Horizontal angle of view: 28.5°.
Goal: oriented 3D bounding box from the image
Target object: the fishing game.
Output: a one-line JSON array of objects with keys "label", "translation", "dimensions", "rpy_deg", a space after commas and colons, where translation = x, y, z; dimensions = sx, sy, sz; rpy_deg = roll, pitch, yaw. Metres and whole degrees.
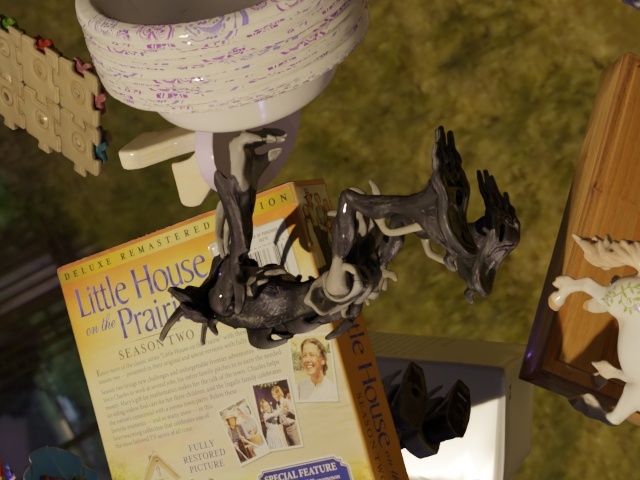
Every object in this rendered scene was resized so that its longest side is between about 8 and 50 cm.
[{"label": "fishing game", "translation": [-0.292, 0.331, 1.523], "dimensions": [0.264, 0.041, 0.189], "rpy_deg": [37, -151, -55]}]

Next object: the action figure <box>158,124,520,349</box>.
[{"label": "action figure", "translation": [0.000, 0.000, 0.911], "dimensions": [0.164, 0.276, 0.141], "rpy_deg": [24, -123, -50]}]

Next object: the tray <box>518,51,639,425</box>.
[{"label": "tray", "translation": [0.388, 0.002, 1.477], "dimensions": [0.203, 0.410, 0.076], "rpy_deg": [22, 160, -9]}]

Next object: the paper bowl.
[{"label": "paper bowl", "translation": [-0.091, -0.216, 1.266], "dimensions": [0.284, 0.284, 0.148], "rpy_deg": [52, 162, 51]}]

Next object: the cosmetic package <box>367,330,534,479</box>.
[{"label": "cosmetic package", "translation": [0.046, 0.213, 1.701], "dimensions": [0.230, 0.453, 0.161], "rpy_deg": [-9, -78, -70]}]

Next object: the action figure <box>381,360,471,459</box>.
[{"label": "action figure", "translation": [0.021, 0.227, 1.341], "dimensions": [0.185, 0.285, 0.099], "rpy_deg": [38, -143, -29]}]

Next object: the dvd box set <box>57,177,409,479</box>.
[{"label": "dvd box set", "translation": [-0.073, 0.185, 1.162], "dimensions": [0.062, 0.308, 0.420], "rpy_deg": [-9, -98, -56]}]

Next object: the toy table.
[{"label": "toy table", "translation": [-0.153, -0.165, 1.758], "dimensions": [0.274, 0.161, 0.252], "rpy_deg": [-33, -60, -59]}]

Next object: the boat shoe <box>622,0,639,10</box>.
[{"label": "boat shoe", "translation": [0.533, -0.352, 1.726], "dimensions": [0.156, 0.367, 0.136], "rpy_deg": [45, 123, 16]}]

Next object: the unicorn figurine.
[{"label": "unicorn figurine", "translation": [0.202, 0.073, 0.770], "dimensions": [0.111, 0.060, 0.162], "rpy_deg": [-8, 112, 54]}]

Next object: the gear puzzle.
[{"label": "gear puzzle", "translation": [-0.406, -0.226, 1.764], "dimensions": [0.339, 0.044, 0.175], "rpy_deg": [31, 133, 30]}]
